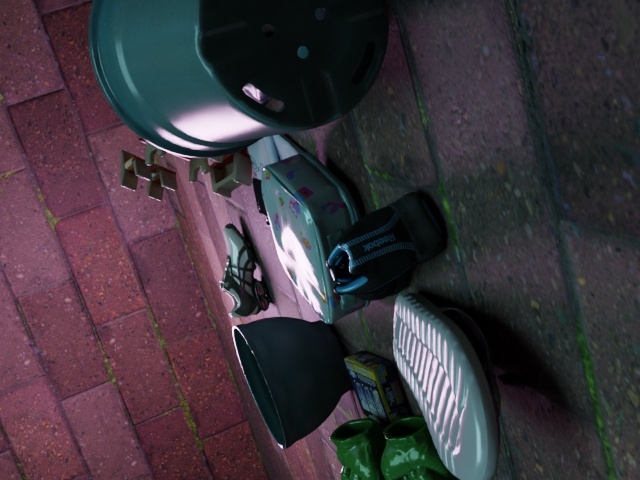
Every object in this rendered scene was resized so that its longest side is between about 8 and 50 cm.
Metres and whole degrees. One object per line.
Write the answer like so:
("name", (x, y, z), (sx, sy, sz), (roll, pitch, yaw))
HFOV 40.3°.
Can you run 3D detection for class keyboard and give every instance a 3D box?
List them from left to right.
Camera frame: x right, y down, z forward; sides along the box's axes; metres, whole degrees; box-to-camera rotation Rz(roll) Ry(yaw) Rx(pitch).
("keyboard", (-0.105, -0.074, 1.834), (0.180, 0.023, 0.108), (-154, 52, -69))

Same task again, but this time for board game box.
("board game box", (0.113, 0.292, 1.666), (0.170, 0.048, 0.141), (-177, 68, -73))

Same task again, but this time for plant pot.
("plant pot", (-0.100, -0.275, 1.152), (0.334, 0.341, 0.341), (14, 124, 62))
("plant pot", (-0.052, 0.292, 1.953), (0.293, 0.196, 0.293), (58, 161, 33))

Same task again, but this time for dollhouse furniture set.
("dollhouse furniture set", (-0.276, -0.200, 1.925), (0.262, 0.259, 0.135), (-28, 57, 34))

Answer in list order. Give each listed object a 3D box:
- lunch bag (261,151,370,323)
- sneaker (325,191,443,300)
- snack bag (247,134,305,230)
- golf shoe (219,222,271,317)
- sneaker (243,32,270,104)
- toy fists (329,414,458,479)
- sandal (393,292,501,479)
("lunch bag", (0.000, 0.000, 1.541), (0.224, 0.107, 0.279), (43, 153, 48))
("sneaker", (0.064, 0.024, 1.291), (0.125, 0.139, 0.341), (63, 166, 12))
("snack bag", (-0.074, -0.093, 1.811), (0.342, 0.037, 0.323), (47, 154, 53))
("golf shoe", (-0.236, 0.087, 2.471), (0.105, 0.120, 0.273), (172, 79, -76))
("sneaker", (-0.168, -0.301, 1.657), (0.319, 0.131, 0.112), (148, 108, -74))
("toy fists", (0.128, 0.397, 1.545), (0.279, 0.096, 0.142), (-19, 102, 50))
("sandal", (0.184, 0.166, 1.169), (0.416, 0.102, 0.169), (-115, 24, -69))
